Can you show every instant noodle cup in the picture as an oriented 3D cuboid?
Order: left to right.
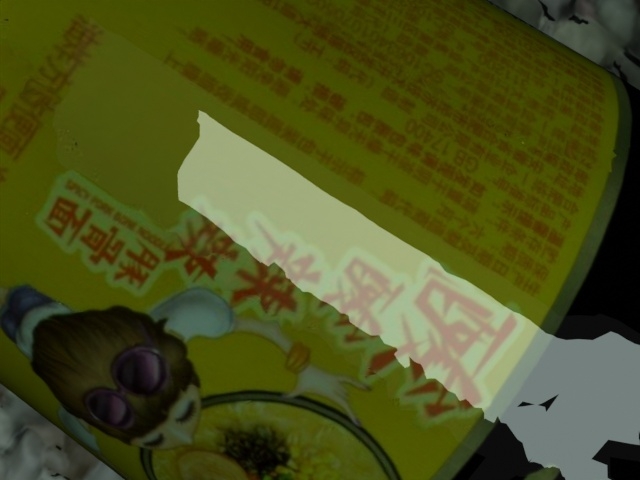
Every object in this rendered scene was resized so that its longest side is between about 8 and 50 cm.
[{"bbox_3d":[0.000,0.000,0.430,0.236,0.215,0.215,35,84,-13],"label":"instant noodle cup"}]
